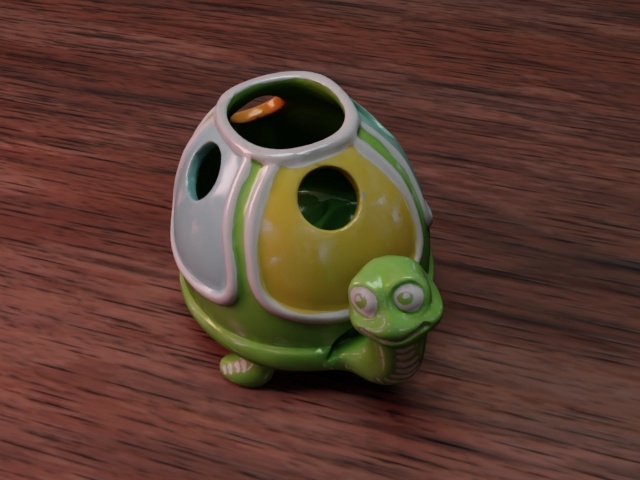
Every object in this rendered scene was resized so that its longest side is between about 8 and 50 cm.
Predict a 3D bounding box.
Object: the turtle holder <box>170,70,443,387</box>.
[{"bbox_3d":[-0.019,-0.003,1.112,0.243,0.227,0.320,-3,38,4],"label":"turtle holder"}]
